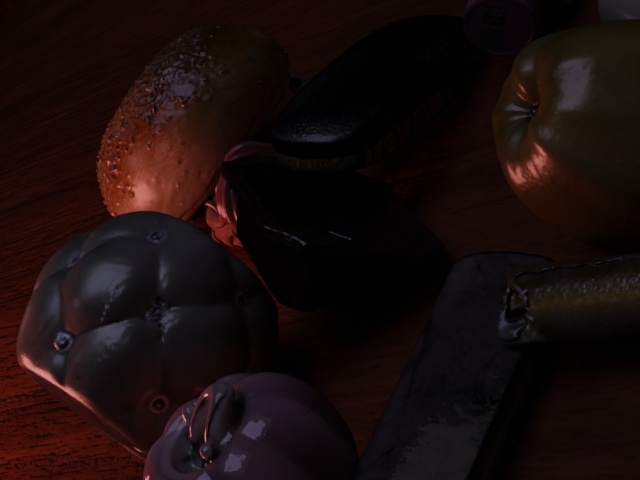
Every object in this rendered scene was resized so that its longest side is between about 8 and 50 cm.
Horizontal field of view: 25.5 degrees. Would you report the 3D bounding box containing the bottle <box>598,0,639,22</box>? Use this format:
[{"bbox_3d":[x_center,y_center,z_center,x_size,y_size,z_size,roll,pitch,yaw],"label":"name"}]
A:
[{"bbox_3d":[0.333,-0.185,1.205,0.104,0.104,0.245,-41,26,4],"label":"bottle"}]

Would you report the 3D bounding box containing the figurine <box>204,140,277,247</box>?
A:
[{"bbox_3d":[-0.079,-0.041,1.560,0.157,0.126,0.114,-17,-4,40],"label":"figurine"}]

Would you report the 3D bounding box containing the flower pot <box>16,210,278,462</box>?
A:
[{"bbox_3d":[-0.157,0.091,1.334,0.195,0.246,0.246,-53,28,-16],"label":"flower pot"}]

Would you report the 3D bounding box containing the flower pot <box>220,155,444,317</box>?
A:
[{"bbox_3d":[0.000,0.000,1.359,0.251,0.179,0.084,-125,45,-63],"label":"flower pot"}]

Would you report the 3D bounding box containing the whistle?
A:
[{"bbox_3d":[0.261,0.035,0.989,0.326,0.057,0.068,-7,57,41],"label":"whistle"}]

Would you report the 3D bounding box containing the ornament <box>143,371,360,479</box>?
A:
[{"bbox_3d":[-0.058,0.189,1.131,0.177,0.177,0.177,-33,28,20],"label":"ornament"}]

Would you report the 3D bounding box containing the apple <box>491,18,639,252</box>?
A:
[{"bbox_3d":[0.236,-0.082,1.099,0.200,0.200,0.200,-33,28,20],"label":"apple"}]

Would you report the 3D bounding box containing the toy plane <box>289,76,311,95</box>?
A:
[{"bbox_3d":[0.004,-0.167,1.686,0.160,0.082,0.234,-54,12,1],"label":"toy plane"}]

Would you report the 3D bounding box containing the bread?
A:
[{"bbox_3d":[-0.163,-0.135,1.696,0.305,0.159,0.305,-55,7,10],"label":"bread"}]

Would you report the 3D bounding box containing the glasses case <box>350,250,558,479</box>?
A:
[{"bbox_3d":[0.099,0.136,1.097,0.114,0.060,0.299,-1,47,38],"label":"glasses case"}]

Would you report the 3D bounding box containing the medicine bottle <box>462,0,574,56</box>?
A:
[{"bbox_3d":[0.210,-0.281,1.502,0.094,0.119,0.188,-23,33,39],"label":"medicine bottle"}]

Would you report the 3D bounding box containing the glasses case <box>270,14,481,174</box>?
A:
[{"bbox_3d":[0.065,-0.159,1.491,0.122,0.082,0.321,3,32,33],"label":"glasses case"}]
